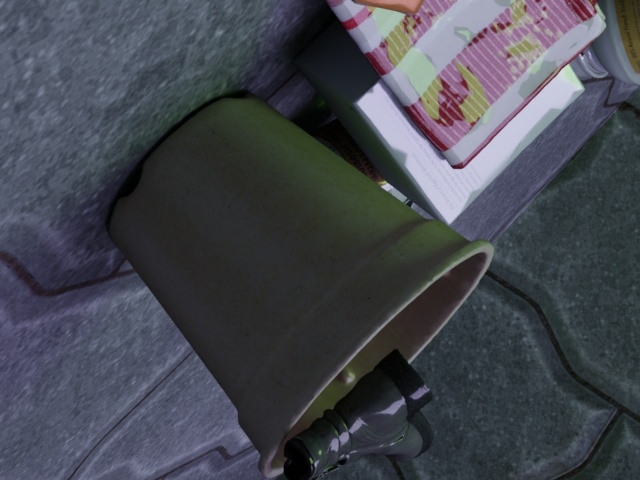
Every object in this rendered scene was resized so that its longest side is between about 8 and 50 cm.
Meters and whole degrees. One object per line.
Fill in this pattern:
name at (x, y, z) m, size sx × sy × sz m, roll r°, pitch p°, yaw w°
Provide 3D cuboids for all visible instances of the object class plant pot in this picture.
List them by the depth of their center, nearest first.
plant pot at (-0.042, 0.023, 1.704) m, size 0.334 × 0.305 × 0.334 m, roll -42°, pitch 166°, yaw -13°

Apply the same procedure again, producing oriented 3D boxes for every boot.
boot at (0.029, 0.203, 1.659) m, size 0.161 × 0.083 × 0.246 m, roll -36°, pitch 160°, yaw -11°

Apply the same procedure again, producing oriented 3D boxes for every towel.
towel at (0.146, -0.247, 1.650) m, size 0.237 × 0.037 × 0.329 m, roll -44°, pitch 130°, yaw -4°

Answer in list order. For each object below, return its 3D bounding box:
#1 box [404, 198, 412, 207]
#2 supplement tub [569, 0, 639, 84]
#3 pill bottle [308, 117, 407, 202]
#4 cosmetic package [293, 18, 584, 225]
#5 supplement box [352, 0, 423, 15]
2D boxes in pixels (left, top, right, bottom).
box at (0.000, 0.000, 2.133) m, size 0.165 × 0.143 × 0.270 m, roll -42°, pitch 167°, yaw -24°
supplement tub at (0.453, -0.308, 1.971) m, size 0.316 × 0.228 × 0.228 m, roll -3°, pitch -170°, yaw 29°
pill bottle at (0.036, -0.082, 1.951) m, size 0.229 × 0.131 × 0.131 m, roll -30°, pitch 162°, yaw -23°
cosmetic package at (0.132, -0.181, 1.790) m, size 0.224 × 0.138 × 0.224 m, roll -45°, pitch 131°, yaw -6°
supplement box at (0.094, -0.323, 1.468) m, size 0.078 × 0.080 × 0.233 m, roll 7°, pitch 128°, yaw -34°
